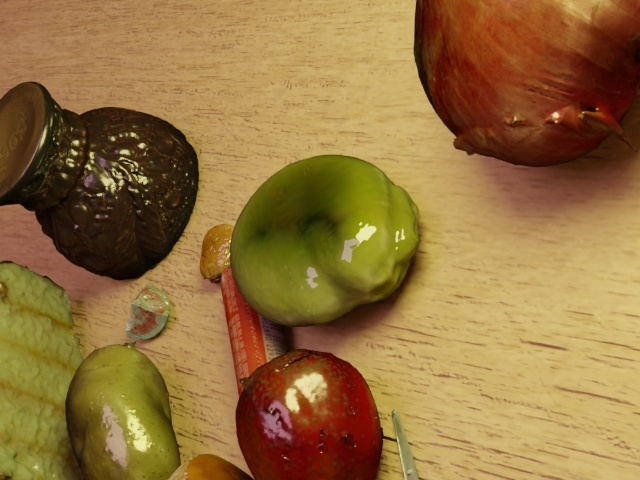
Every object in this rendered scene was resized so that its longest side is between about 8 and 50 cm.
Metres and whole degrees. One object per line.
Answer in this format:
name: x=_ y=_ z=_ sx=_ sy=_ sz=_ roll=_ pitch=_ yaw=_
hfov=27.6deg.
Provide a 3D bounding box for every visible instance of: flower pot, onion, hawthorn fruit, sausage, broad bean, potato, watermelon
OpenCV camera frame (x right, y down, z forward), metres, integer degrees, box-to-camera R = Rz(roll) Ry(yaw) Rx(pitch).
flower pot: x=-0.361 y=-0.102 z=1.955 sx=0.267 sy=0.267 sz=0.266 roll=-22 pitch=56 yaw=36
onion: x=0.244 y=-0.246 z=1.398 sx=0.354 sy=0.354 sz=0.353 roll=-23 pitch=55 yaw=37
hawthorn fruit: x=-0.005 y=0.243 z=1.507 sx=0.181 sy=0.181 sz=0.235 roll=-24 pitch=76 yaw=36
sausage: x=-0.085 y=0.124 z=1.702 sx=0.074 sy=0.074 sz=0.274 roll=-36 pitch=48 yaw=28
broad bean: x=0.000 y=0.000 z=1.638 sx=0.291 sy=0.119 sz=0.238 roll=19 pitch=77 yaw=48
potato: x=-0.265 y=0.260 z=1.772 sx=0.169 sy=0.144 sz=0.248 roll=100 pitch=151 yaw=-45
watermelon: x=-0.262 y=0.107 z=1.901 sx=0.085 sy=0.061 sz=0.085 roll=-21 pitch=51 yaw=28

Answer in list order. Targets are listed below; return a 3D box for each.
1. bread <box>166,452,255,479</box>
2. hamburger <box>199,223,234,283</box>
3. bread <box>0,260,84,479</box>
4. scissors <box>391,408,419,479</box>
bread: x=-0.104 y=0.369 z=1.521 sx=0.133 sy=0.179 sz=0.250 roll=-46 pitch=44 yaw=13
hamburger: x=-0.139 y=0.019 z=1.835 sx=0.076 sy=0.044 sz=0.083 roll=-16 pitch=57 yaw=39
bread: x=-0.511 y=0.252 z=1.951 sx=0.264 sy=0.239 sz=0.395 roll=-35 pitch=47 yaw=29
scissors: x=0.104 y=0.271 z=1.478 sx=0.100 sy=0.015 sz=0.189 roll=-39 pitch=46 yaw=29
